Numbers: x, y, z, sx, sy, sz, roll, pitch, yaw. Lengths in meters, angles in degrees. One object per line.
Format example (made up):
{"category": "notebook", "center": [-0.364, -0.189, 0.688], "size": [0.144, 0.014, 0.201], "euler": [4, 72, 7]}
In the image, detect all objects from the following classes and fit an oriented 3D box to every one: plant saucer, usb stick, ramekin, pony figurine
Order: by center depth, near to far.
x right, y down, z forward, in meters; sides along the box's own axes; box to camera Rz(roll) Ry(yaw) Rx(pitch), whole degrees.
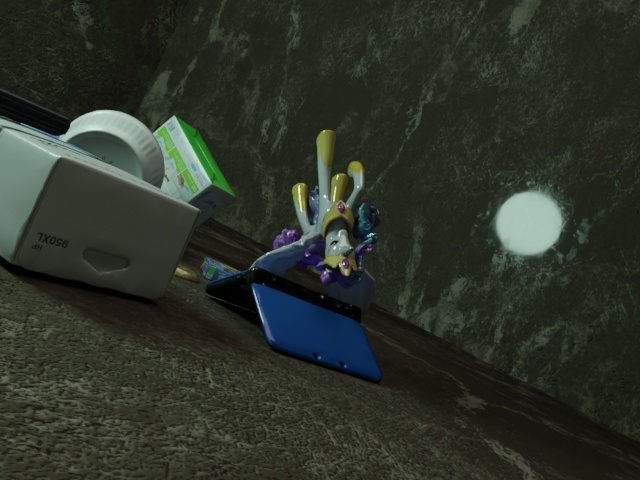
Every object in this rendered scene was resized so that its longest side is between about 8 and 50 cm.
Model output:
{"category": "usb stick", "center": [-0.524, -0.228, 1.161], "size": [0.077, 0.045, 0.278], "euler": [16, -2, 22]}
{"category": "plant saucer", "center": [-0.299, 0.067, 1.540], "size": [0.083, 0.015, 0.083], "euler": [26, 2, -1]}
{"category": "pony figurine", "center": [0.000, 0.000, 1.552], "size": [0.303, 0.363, 0.351], "euler": [12, -39, -17]}
{"category": "ramekin", "center": [-0.517, -0.169, 1.708], "size": [0.273, 0.272, 0.127], "euler": [25, 14, -10]}

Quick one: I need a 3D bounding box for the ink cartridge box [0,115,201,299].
{"category": "ink cartridge box", "center": [-0.433, -0.073, 1.138], "size": [0.395, 0.166, 0.285], "euler": [25, 2, 35]}

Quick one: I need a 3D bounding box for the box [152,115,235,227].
{"category": "box", "center": [-0.403, -0.163, 1.948], "size": [0.262, 0.231, 0.127], "euler": [57, 13, 26]}

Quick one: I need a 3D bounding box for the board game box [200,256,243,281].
{"category": "board game box", "center": [-0.190, 0.103, 1.734], "size": [0.201, 0.035, 0.136], "euler": [25, 1, -14]}

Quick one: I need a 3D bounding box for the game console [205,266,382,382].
{"category": "game console", "center": [-0.057, 0.180, 1.400], "size": [0.293, 0.173, 0.250], "euler": [26, -30, -36]}

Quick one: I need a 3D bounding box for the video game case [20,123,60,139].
{"category": "video game case", "center": [-0.746, -0.231, 2.015], "size": [0.270, 0.061, 0.244], "euler": [24, -23, -30]}
